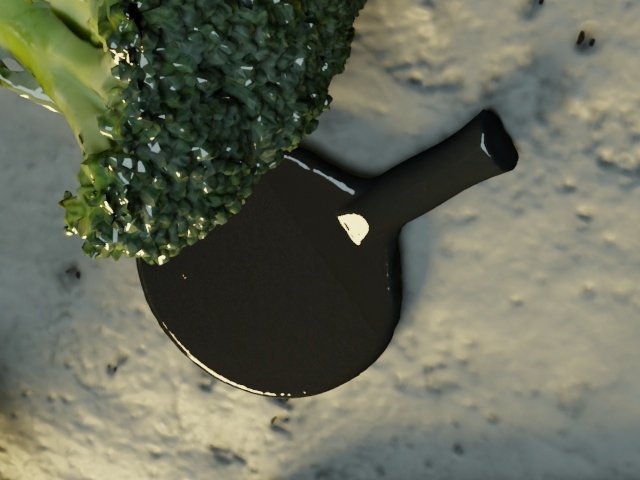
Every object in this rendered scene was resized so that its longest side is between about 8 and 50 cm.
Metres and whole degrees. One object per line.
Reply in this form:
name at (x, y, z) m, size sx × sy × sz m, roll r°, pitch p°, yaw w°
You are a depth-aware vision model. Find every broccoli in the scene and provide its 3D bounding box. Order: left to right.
broccoli at (-0.150, -0.105, 0.742) m, size 0.361 × 0.221 × 0.252 m, roll -20°, pitch 107°, yaw 28°

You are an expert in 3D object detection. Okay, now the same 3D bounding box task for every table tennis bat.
table tennis bat at (0.000, 0.000, 0.849) m, size 0.236 × 0.027 × 0.150 m, roll -30°, pitch 100°, yaw 30°
